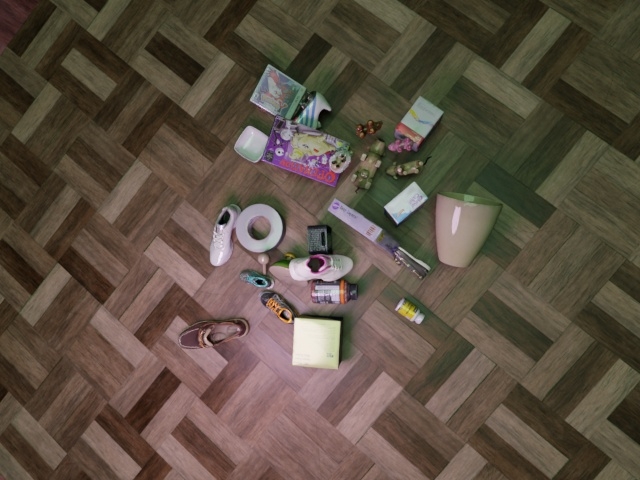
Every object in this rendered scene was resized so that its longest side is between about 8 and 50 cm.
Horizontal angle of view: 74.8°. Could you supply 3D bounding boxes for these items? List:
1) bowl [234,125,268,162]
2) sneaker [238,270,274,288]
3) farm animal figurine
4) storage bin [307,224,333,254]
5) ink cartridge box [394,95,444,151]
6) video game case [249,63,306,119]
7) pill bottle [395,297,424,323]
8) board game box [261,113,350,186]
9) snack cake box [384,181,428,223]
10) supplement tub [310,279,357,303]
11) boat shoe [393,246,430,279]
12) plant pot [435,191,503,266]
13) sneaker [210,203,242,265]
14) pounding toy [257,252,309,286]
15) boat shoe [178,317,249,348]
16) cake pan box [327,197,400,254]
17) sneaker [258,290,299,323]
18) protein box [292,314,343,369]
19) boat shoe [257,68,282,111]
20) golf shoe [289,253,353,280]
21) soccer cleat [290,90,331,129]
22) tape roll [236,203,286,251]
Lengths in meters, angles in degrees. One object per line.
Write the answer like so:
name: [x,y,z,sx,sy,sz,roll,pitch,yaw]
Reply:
bowl: [-0.312,-0.442,1.949,0.142,0.053,0.142,34,92,10]
sneaker: [-0.297,0.176,1.902,0.167,0.076,0.065,12,88,10]
farm animal figurine: [0.250,-0.343,1.802,0.330,0.172,0.327,43,107,-1]
storage bin: [0.000,0.000,1.810,0.084,0.180,0.122,-4,86,8]
ink cartridge box: [0.420,-0.497,1.794,0.127,0.128,0.176,37,94,9]
video game case: [-0.192,-0.668,1.912,0.201,0.023,0.183,27,92,-18]
pill bottle: [0.384,0.304,1.790,0.116,0.065,0.065,35,93,8]
board game box: [-0.063,-0.389,1.831,0.347,0.056,0.208,17,100,-15]
snack cake box: [0.345,-0.139,1.718,0.152,0.264,0.089,-39,82,6]
supplement tub: [0.061,0.224,1.827,0.198,0.106,0.106,-1,87,8]
boat shoe: [0.360,0.084,1.797,0.228,0.081,0.068,34,89,7]
plant pot: [0.574,-0.039,1.704,0.257,0.256,0.274,12,105,10]
sneaker: [-0.454,-0.027,1.912,0.111,0.129,0.297,13,90,8]
pounding toy: [-0.145,0.107,1.853,0.237,0.183,0.110,18,65,13]
boat shoe: [-0.502,0.427,1.898,0.342,0.123,0.123,-10,85,8]
cake pan box: [0.178,-0.058,1.719,0.267,0.246,0.070,37,92,29]
sneaker: [-0.189,0.299,1.875,0.215,0.083,0.084,33,94,11]
protein box: [-0.009,0.434,1.811,0.200,0.136,0.201,2,87,9]
boat shoe: [-0.234,-0.703,1.941,0.073,0.073,0.207,23,89,13]
golf shoe: [0.027,0.109,1.746,0.306,0.140,0.115,-5,78,-33]
soccer cleat: [-0.084,-0.511,1.887,0.143,0.116,0.331,33,110,-27]
tape roll: [-0.271,-0.055,1.912,0.219,0.072,0.219,0,88,10]
